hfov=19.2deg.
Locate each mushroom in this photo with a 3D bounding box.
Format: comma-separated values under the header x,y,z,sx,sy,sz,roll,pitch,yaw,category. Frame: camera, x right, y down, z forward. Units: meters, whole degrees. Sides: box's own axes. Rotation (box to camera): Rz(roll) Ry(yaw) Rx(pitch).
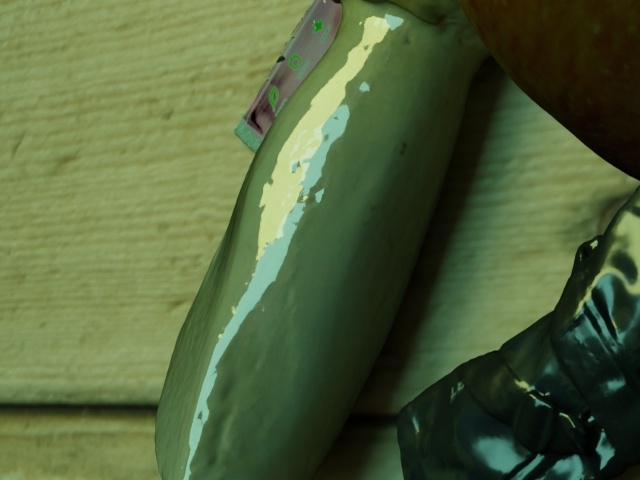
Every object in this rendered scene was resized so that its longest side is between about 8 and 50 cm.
x,y,z,sx,sy,sz,roll,pitch,yaw,category
-0.001,0.004,1.276,0.154,0.137,0.407,102,-166,-82,mushroom

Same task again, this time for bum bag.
x,y,z,sx,sy,sz,roll,pitch,yaw,category
0.150,0.085,1.118,0.310,0.074,0.137,-44,54,23,bum bag

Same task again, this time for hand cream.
x,y,z,sx,sy,sz,roll,pitch,yaw,category
0.024,-0.176,1.413,0.275,0.050,0.079,-59,15,14,hand cream

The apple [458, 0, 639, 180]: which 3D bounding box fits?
x,y,z,sx,sy,sz,roll,pitch,yaw,category
0.220,-0.190,0.987,0.339,0.339,0.339,-23,55,38,apple
